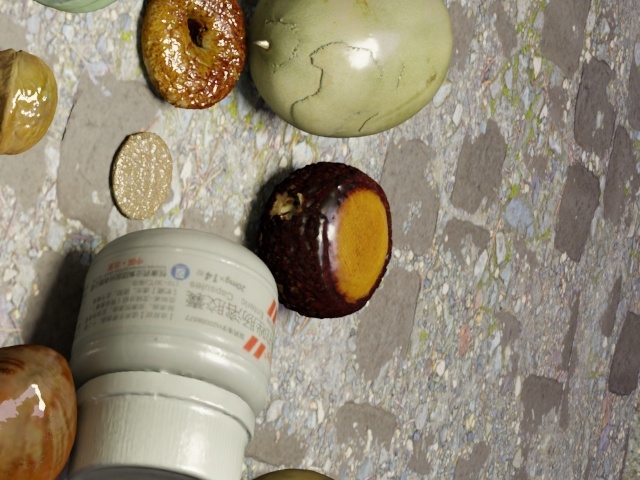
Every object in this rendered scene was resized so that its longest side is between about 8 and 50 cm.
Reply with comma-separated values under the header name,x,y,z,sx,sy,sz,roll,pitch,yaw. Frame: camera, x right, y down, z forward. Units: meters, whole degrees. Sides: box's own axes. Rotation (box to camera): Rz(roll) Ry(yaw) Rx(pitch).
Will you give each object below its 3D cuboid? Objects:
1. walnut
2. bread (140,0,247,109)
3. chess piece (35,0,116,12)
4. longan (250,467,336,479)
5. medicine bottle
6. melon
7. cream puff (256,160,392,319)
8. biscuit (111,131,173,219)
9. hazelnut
name,x,y,z,sx,sy,sz,roll,pitch,yaw
walnut,-0.347,-0.152,1.521,0.105,0.105,0.125,19,81,-57
bread,-0.164,-0.265,1.812,0.193,0.063,0.193,-11,103,-53
chess piece,-0.225,-0.362,1.603,0.299,0.194,0.195,-16,110,-64
longan,-0.020,0.506,1.979,0.361,0.360,0.361,-18,112,-54
medicine bottle,-0.183,0.166,1.651,0.245,0.245,0.306,48,39,-50
melon,0.035,-0.280,1.931,0.330,0.268,0.269,-16,110,-43
cream puff,0.000,0.000,2.024,0.239,0.164,0.239,-16,110,-55
biscuit,-0.232,-0.084,1.786,0.120,0.015,0.120,-20,115,-54
hazelnut,-0.358,0.215,1.500,0.210,0.210,0.186,-24,112,-53
